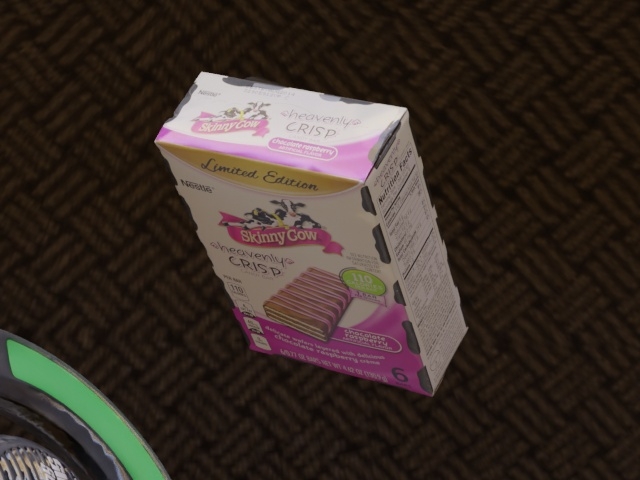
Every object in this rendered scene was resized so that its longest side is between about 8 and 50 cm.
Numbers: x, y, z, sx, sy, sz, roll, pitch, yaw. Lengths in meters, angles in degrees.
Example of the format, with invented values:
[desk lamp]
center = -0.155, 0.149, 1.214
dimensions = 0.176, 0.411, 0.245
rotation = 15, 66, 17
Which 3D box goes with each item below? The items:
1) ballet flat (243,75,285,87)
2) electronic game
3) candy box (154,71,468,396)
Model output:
[ballet flat]
center = -0.008, -0.045, 1.325
dimensions = 0.095, 0.280, 0.096
rotation = 16, 139, -38
[electronic game]
center = -0.140, 0.132, 0.727
dimensions = 0.229, 0.229, 0.048
rotation = 44, 113, -11
[candy box]
center = 0.000, 0.000, 1.060
dimensions = 0.159, 0.071, 0.233
rotation = 12, 144, 27
